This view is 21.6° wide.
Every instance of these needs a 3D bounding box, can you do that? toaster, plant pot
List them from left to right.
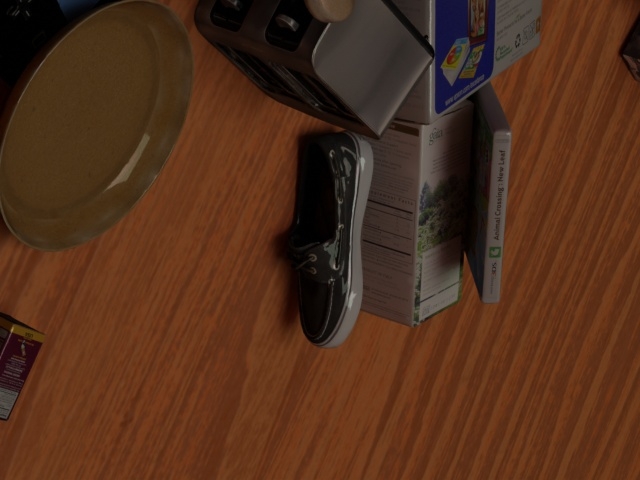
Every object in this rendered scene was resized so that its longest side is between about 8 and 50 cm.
[{"bbox_3d":[-0.198,-0.102,1.431,0.236,0.032,0.236,-41,148,-34],"label":"plant pot"},{"bbox_3d":[-0.002,-0.189,1.548,0.110,0.168,0.186,-58,139,-7],"label":"toaster"}]

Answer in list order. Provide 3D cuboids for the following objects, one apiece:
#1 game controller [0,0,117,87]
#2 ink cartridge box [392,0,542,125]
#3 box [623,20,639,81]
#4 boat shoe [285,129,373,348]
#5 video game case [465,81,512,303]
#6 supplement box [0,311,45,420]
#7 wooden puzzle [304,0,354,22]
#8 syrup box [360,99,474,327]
[{"bbox_3d":[-0.175,-0.270,1.387,0.319,0.067,0.166,-49,138,-21],"label":"game controller"},{"bbox_3d":[0.152,-0.307,1.696,0.303,0.072,0.307,-36,130,-53],"label":"ink cartridge box"},{"bbox_3d":[0.563,-0.269,2.051,0.242,0.307,0.076,-59,147,-10],"label":"box"},{"bbox_3d":[0.000,0.000,1.709,0.076,0.080,0.228,-2,107,-43],"label":"boat shoe"},{"bbox_3d":[0.170,-0.066,1.779,0.023,0.212,0.193,0,115,-4],"label":"video game case"},{"bbox_3d":[-0.283,0.106,1.446,0.043,0.055,0.083,27,87,-51],"label":"supplement box"},{"bbox_3d":[-0.037,-0.389,1.379,0.348,0.080,0.322,-90,170,-55],"label":"wooden puzzle"},{"bbox_3d":[0.093,-0.038,1.779,0.093,0.096,0.237,-25,124,-47],"label":"syrup box"}]
